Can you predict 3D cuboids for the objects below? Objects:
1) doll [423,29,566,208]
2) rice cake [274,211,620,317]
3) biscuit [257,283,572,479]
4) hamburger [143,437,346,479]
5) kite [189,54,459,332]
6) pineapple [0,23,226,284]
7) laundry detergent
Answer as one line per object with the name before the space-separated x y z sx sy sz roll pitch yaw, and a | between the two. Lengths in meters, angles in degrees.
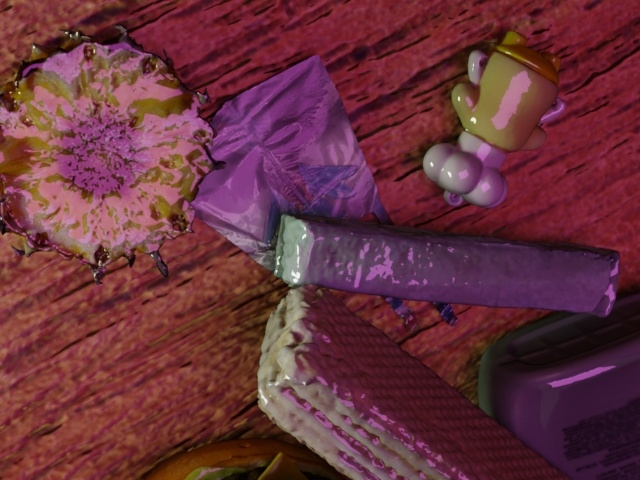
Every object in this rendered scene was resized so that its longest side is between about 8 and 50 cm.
doll | 0.153 -0.103 1.484 0.106 0.062 0.162 28 91 -22
rice cake | 0.122 0.023 1.484 0.336 0.063 0.066 7 104 -22
biscuit | 0.120 0.204 1.417 0.426 0.144 0.078 39 114 -17
hamburger | -0.047 0.315 1.419 0.291 0.225 0.291 -7 109 -23
kite | -0.001 0.000 1.475 0.169 0.015 0.310 -37 113 -9
pineapple | -0.179 -0.068 1.364 0.221 0.047 0.221 -4 104 -16
laundry detergent | 0.306 0.255 1.606 0.264 0.124 0.398 -20 111 -15
